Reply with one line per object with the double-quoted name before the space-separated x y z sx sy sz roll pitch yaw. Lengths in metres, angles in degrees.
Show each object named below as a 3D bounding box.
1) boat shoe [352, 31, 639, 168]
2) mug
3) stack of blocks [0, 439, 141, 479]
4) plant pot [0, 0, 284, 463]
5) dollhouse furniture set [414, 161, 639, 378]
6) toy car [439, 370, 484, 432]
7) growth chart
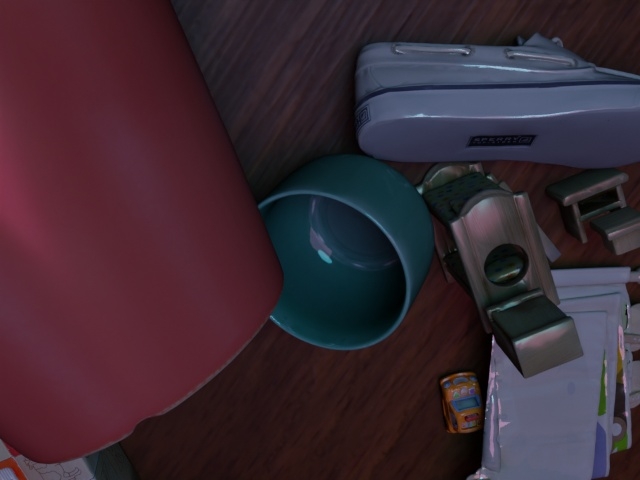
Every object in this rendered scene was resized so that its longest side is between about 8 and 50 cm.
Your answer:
"boat shoe" 0.156 -0.109 0.591 0.268 0.096 0.088 -2 69 -2
"mug" 0.006 -0.005 0.589 0.158 0.097 0.129 28 126 9
"stack of blocks" -0.242 0.216 0.632 0.171 0.087 0.297 -24 109 0
"plant pot" -0.164 -0.023 0.469 0.275 0.275 0.243 -31 107 2
"dollhouse furniture set" 0.173 -0.013 0.572 0.161 0.182 0.101 -22 109 -1
"toy car" 0.163 0.150 0.697 0.122 0.040 0.060 5 106 -10
"growth chart" 0.205 0.133 0.677 0.172 0.021 0.237 7 94 -17
